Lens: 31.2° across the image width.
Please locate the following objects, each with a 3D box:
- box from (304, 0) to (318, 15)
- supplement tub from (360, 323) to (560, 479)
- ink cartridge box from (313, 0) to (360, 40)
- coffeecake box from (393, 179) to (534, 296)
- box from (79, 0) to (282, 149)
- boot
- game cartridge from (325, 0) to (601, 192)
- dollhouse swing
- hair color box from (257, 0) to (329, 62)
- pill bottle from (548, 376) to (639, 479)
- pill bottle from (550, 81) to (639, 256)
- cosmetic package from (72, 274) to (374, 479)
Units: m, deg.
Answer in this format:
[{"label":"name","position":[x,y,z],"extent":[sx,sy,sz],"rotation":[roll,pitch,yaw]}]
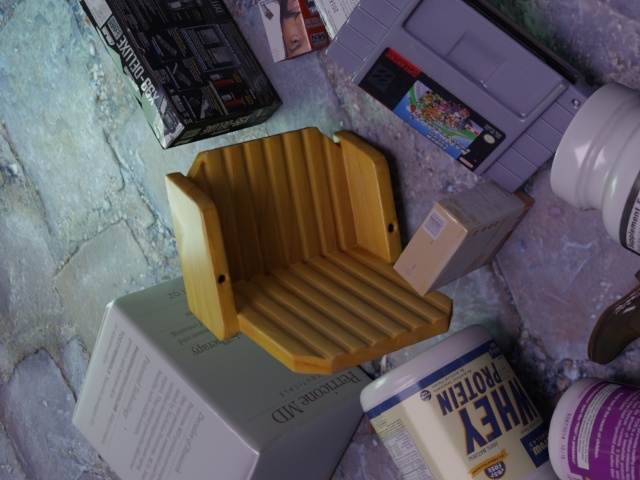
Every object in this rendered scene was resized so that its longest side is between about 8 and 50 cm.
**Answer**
[{"label":"box","position":[-0.017,-0.406,1.851],"extent":[0.018,0.083,0.067],"rotation":[-24,112,16]},{"label":"supplement tub","position":[0.234,0.320,1.782],"extent":[0.235,0.235,0.325],"rotation":[-39,78,43]},{"label":"ink cartridge box","position":[0.094,-0.474,1.689],"extent":[0.395,0.151,0.270],"rotation":[-26,87,42]},{"label":"coffeecake box","position":[0.216,-0.009,1.717],"extent":[0.068,0.185,0.142],"rotation":[46,130,20]},{"label":"box","position":[-0.237,-0.325,1.981],"extent":[0.076,0.242,0.307],"rotation":[-38,79,43]},{"label":"boot","position":[0.459,0.121,1.601],"extent":[0.106,0.082,0.219],"rotation":[56,134,35]},{"label":"game cartridge","position":[0.198,-0.234,1.632],"extent":[0.355,0.068,0.230],"rotation":[36,134,-4]},{"label":"dollhouse swing","position":[0.000,0.000,1.755],"extent":[0.305,0.346,0.315],"rotation":[9,112,58]},{"label":"hair color box","position":[-0.053,-0.392,1.921],"extent":[0.093,0.053,0.167],"rotation":[-11,98,43]},{"label":"pill bottle","position":[0.480,0.293,1.576],"extent":[0.301,0.169,0.169],"rotation":[7,110,48]},{"label":"pill bottle","position":[0.489,-0.052,1.438],"extent":[0.363,0.210,0.210],"rotation":[33,124,31]},{"label":"cosmetic package","position":[-0.181,0.299,2.087],"extent":[0.393,0.329,0.327],"rotation":[41,128,23]}]
